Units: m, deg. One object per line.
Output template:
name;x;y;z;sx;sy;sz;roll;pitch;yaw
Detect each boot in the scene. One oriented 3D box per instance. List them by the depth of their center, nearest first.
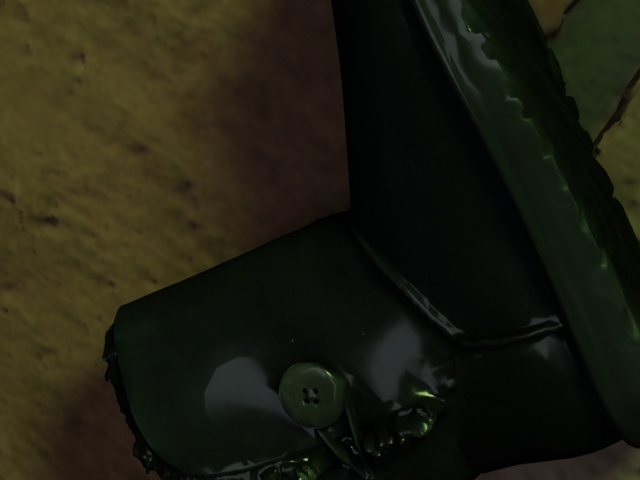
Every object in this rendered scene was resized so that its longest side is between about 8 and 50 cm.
boot;0.000;0.000;0.556;0.207;0.094;0.246;-23;101;21
